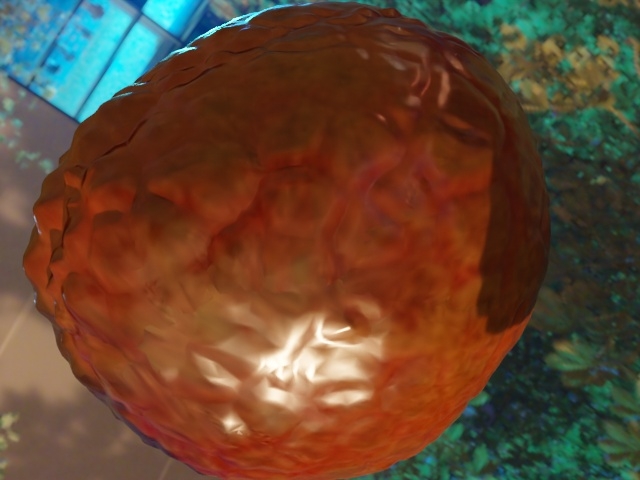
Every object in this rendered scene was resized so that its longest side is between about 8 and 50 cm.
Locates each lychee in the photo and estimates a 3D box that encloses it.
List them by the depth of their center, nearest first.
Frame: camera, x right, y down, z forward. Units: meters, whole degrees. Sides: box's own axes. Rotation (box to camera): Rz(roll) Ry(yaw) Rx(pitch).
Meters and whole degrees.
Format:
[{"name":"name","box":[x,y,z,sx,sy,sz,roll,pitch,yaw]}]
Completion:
[{"name":"lychee","box":[0.000,0.000,0.556,0.255,0.300,0.255,-3,-94,38]}]
